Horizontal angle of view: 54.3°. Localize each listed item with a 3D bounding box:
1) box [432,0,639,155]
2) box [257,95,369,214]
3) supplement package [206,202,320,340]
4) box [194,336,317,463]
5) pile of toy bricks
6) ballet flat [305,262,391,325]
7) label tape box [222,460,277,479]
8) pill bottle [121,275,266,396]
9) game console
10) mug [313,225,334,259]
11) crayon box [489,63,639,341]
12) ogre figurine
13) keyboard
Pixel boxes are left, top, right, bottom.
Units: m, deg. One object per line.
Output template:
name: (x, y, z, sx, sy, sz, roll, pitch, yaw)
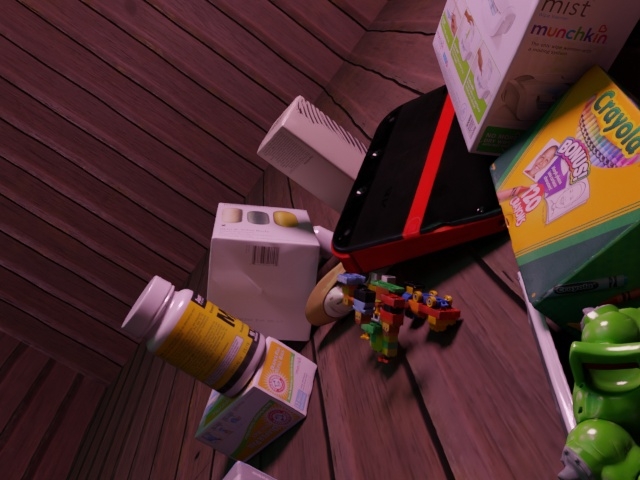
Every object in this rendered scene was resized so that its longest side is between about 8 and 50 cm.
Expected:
box: (0.251, -0.274, 0.791, 0.231, 0.127, 0.261, 105, 165, -46)
box: (0.027, -0.140, 1.189, 0.113, 0.275, 0.094, -34, 26, 51)
supplement package: (-0.122, 0.055, 1.261, 0.262, 0.200, 0.197, -111, 27, -72)
box: (-0.111, 0.276, 1.070, 0.203, 0.103, 0.114, -46, 18, 34)
pile of toy bricks: (0.088, 0.111, 0.846, 0.212, 0.118, 0.105, -164, 76, -65)
ballet flat: (0.055, 0.069, 1.053, 0.232, 0.080, 0.073, -52, 26, 15)
label tape box: (-0.121, 0.461, 0.696, 0.249, 0.115, 0.347, -53, 14, 10)
pill bottle: (-0.204, 0.153, 1.009, 0.119, 0.209, 0.119, -50, 16, 19)
game console: (0.192, -0.127, 0.989, 0.342, 0.060, 0.386, -16, 40, 41)
mug: (0.000, 0.002, 1.383, 0.078, 0.064, 0.062, -31, 29, 57)
crayon box: (0.271, -0.049, 0.617, 0.165, 0.081, 0.278, -47, 17, 29)
ogre figurine: (0.218, 0.098, 0.387, 0.118, 0.097, 0.197, 5, 62, 27)
keyboard: (0.199, 0.121, 0.524, 0.014, 0.072, 0.256, -15, 29, 15)
